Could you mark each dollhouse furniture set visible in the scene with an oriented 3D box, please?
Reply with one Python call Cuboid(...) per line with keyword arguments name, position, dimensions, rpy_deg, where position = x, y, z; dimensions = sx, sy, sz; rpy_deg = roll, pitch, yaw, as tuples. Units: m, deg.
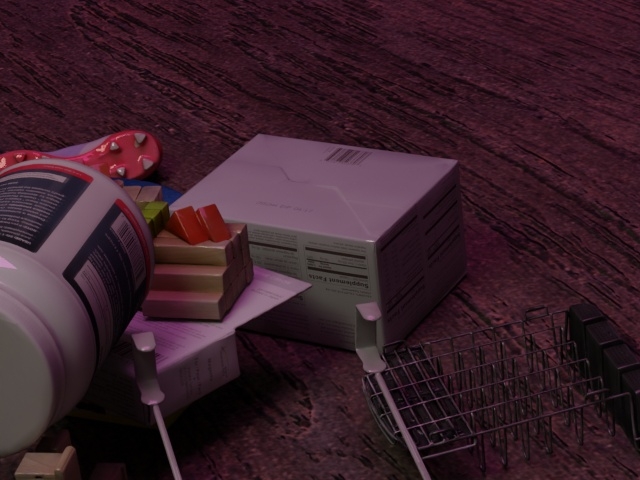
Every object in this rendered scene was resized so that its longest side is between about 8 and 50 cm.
Cuboid(name="dollhouse furniture set", position=(-0.185, 0.219, 1.745), dimensions=(0.101, 0.161, 0.182), rpy_deg=(0, 28, 13))

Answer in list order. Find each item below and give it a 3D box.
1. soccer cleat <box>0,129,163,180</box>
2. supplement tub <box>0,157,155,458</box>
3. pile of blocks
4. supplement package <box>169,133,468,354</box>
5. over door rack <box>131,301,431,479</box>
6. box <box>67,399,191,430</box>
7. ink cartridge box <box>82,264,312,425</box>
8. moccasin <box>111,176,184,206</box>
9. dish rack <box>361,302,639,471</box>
Cuboid(name="soccer cleat", position=(-0.323, -0.087, 2.497), dimensions=(0.248, 0.083, 0.095), rpy_deg=(-14, -2, -4))
Cuboid(name="supplement tub", position=(-0.275, 0.058, 1.777), dimensions=(0.191, 0.191, 0.272), rpy_deg=(1, 26, 14))
Cuboid(name="pile of blocks", position=(-0.228, -0.016, 2.020), dimensions=(0.362, 0.112, 0.149), rpy_deg=(14, 30, 38))
Cuboid(name="supplement package", position=(0.000, 0.000, 2.151), dimensions=(0.262, 0.145, 0.204), rpy_deg=(10, 32, 29))
Cuboid(name="over door rack", position=(-0.021, 0.213, 1.733), dimensions=(0.240, 0.108, 0.324), rpy_deg=(-8, 46, -13))
Cuboid(name="box", position=(-0.246, 0.140, 2.032), dimensions=(0.232, 0.058, 0.087), rpy_deg=(5, 28, 24))
Cuboid(name="ink cartridge box", position=(-0.183, 0.082, 2.002), dimensions=(0.275, 0.060, 0.239), rpy_deg=(17, 31, 40))
Cuboid(name="moccasin", position=(-0.291, -0.011, 2.288), dimensions=(0.342, 0.116, 0.138), rpy_deg=(6, 17, 34))
Cuboid(name="dish rack", position=(0.183, 0.149, 1.901), dimensions=(0.272, 0.074, 0.208), rpy_deg=(-13, 26, -8))
